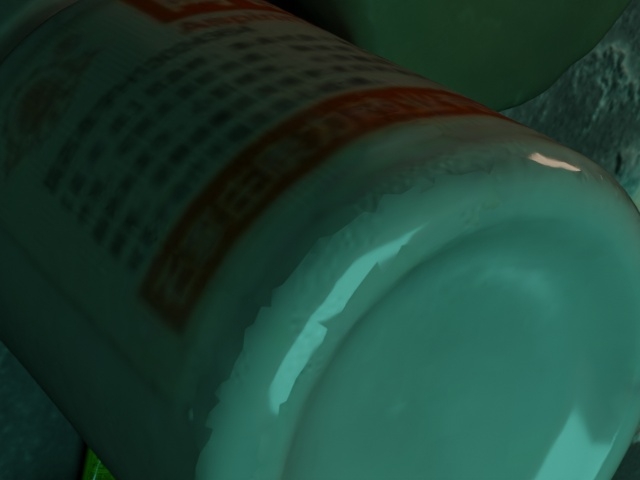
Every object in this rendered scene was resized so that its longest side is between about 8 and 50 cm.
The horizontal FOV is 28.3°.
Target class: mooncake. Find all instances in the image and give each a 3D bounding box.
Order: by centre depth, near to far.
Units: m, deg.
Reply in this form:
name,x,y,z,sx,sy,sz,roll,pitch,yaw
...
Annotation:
name,x,y,z,sx,sy,sz,roll,pitch,yaw
mooncake,0.084,-0.202,0.739,0.275,0.135,0.275,-19,126,-28

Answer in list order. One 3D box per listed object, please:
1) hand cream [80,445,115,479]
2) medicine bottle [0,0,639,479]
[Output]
name,x,y,z,sx,sy,sz,roll,pitch,yaw
hand cream,-0.135,0.127,0.808,0.036,0.023,0.122,-5,115,-36
medicine bottle,-0.048,-0.004,0.577,0.211,0.371,0.211,-17,122,-29
